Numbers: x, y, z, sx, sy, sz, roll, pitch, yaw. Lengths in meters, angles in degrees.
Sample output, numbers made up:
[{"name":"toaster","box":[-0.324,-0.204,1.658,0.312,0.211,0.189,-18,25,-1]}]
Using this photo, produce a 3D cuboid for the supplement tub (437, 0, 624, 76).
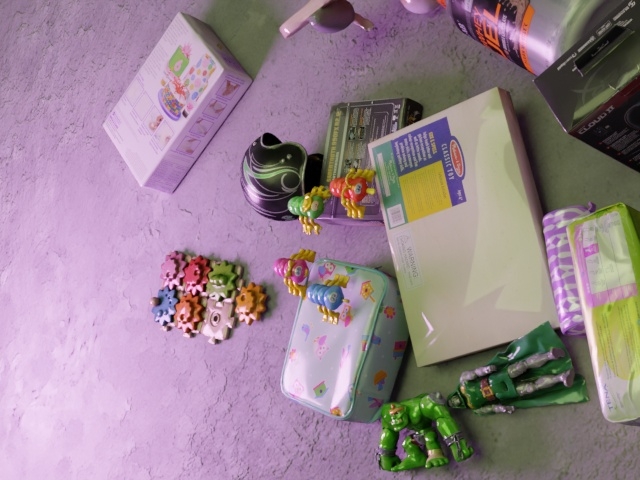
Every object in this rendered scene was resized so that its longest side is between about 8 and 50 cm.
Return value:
[{"name":"supplement tub","box":[0.343,-0.388,1.722,0.338,0.207,0.207,42,107,41]}]

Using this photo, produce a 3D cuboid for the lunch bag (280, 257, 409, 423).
[{"name":"lunch bag","box":[0.045,0.171,1.906,0.224,0.108,0.279,12,84,49]}]

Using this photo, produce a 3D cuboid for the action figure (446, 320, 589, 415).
[{"name":"action figure","box":[0.292,0.227,1.695,0.232,0.063,0.137,-28,86,40]}]

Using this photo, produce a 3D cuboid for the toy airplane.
[{"name":"toy airplane","box":[0.126,-0.509,1.905,0.384,0.272,0.386,-51,23,-16]}]

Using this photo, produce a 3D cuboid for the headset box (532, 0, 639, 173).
[{"name":"headset box","box":[0.460,-0.227,1.515,0.218,0.293,0.110,-43,54,26]}]

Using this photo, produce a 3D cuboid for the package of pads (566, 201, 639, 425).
[{"name":"package of pads","box":[0.452,0.110,1.477,0.101,0.229,0.297,-22,65,36]}]

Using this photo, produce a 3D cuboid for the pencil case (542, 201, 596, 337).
[{"name":"pencil case","box":[0.396,0.049,1.639,0.088,0.086,0.206,-25,63,36]}]

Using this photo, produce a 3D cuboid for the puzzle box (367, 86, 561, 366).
[{"name":"puzzle box","box":[0.239,-0.018,1.777,0.272,0.052,0.409,-21,74,35]}]

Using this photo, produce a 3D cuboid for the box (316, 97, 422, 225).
[{"name":"box","box":[0.088,-0.143,1.986,0.183,0.056,0.231,1,79,42]}]

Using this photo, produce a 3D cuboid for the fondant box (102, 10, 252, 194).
[{"name":"fondant box","box":[-0.322,-0.302,2.370,0.330,0.096,0.238,-52,50,20]}]

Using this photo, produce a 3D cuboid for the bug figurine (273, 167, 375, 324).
[{"name":"bug figurine","box":[0.000,0.000,1.875,0.216,0.072,0.279,3,79,53]}]

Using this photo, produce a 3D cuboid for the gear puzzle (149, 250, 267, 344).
[{"name":"gear puzzle","box":[-0.238,0.121,2.214,0.339,0.044,0.175,9,85,43]}]

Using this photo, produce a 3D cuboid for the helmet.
[{"name":"helmet","box":[-0.076,-0.122,2.057,0.161,0.169,0.169,5,82,26]}]

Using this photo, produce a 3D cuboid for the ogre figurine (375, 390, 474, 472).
[{"name":"ogre figurine","box":[0.160,0.318,1.778,0.197,0.097,0.118,148,111,-65]}]
